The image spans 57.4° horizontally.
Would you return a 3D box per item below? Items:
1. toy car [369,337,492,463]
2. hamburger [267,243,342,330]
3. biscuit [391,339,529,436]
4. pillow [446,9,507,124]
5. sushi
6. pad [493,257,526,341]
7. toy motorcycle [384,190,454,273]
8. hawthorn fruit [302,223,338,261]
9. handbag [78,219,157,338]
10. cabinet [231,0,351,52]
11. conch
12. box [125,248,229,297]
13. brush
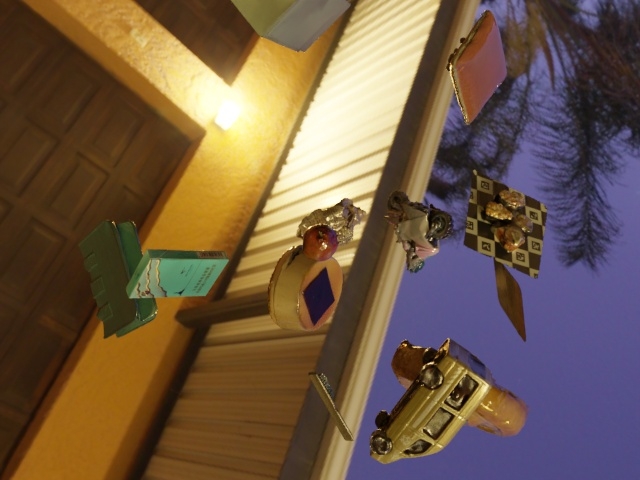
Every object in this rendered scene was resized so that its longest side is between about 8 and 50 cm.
[{"bbox_3d":[0.194,0.306,1.052,0.257,0.124,0.101,-58,174,16],"label":"toy car"},{"bbox_3d":[-0.058,0.157,1.930,0.176,0.300,0.300,17,-112,31],"label":"hamburger"},{"bbox_3d":[0.281,0.316,1.214,0.296,0.296,0.102,8,-115,56],"label":"biscuit"},{"bbox_3d":[0.328,-0.362,1.232,0.075,0.179,0.171,23,-111,38],"label":"pillow"},{"bbox_3d":[0.399,-0.046,1.221,0.040,0.192,0.210,124,-12,-56],"label":"sushi"},{"bbox_3d":[0.489,0.223,1.579,0.250,0.055,0.323,-91,-172,-71],"label":"pad"},{"bbox_3d":[0.249,-0.012,1.585,0.239,0.108,0.204,-130,-132,-62],"label":"toy motorcycle"},{"bbox_3d":[0.001,0.002,1.113,0.077,0.077,0.077,-34,-146,27],"label":"hawthorn fruit"},{"bbox_3d":[-0.620,0.116,1.777,0.238,0.089,0.326,-28,-103,37],"label":"handbag"},{"bbox_3d":[-0.066,-0.468,1.102,0.150,0.145,0.206,-40,175,20],"label":"cabinet"},{"bbox_3d":[0.035,-0.060,1.916,0.245,0.178,0.163,-16,-136,-2],"label":"conch"},{"bbox_3d":[-0.379,0.088,1.553,0.162,0.229,0.041,-53,-129,34],"label":"box"},{"bbox_3d":[0.029,0.380,1.351,0.034,0.190,0.027,-18,-167,47],"label":"brush"}]
